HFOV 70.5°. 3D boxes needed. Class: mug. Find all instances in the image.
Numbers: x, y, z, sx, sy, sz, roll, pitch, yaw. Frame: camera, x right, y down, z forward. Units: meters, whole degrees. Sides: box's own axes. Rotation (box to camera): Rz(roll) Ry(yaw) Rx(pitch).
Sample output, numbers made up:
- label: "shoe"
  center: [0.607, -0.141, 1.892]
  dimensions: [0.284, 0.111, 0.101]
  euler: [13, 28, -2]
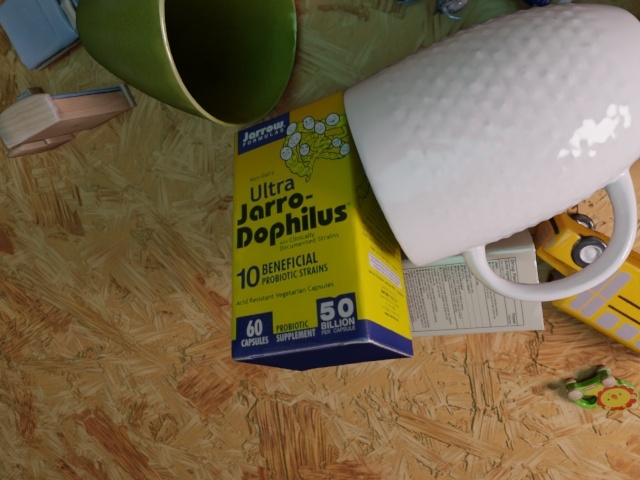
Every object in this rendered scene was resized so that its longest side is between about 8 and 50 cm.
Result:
- label: "mug"
  center: [0.253, -0.102, 0.600]
  dimensions: [0.328, 0.276, 0.374]
  euler: [-22, 85, 18]

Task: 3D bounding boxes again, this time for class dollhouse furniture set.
- label: "dollhouse furniture set"
  center: [-0.550, -0.334, 0.822]
  dimensions: [0.286, 0.198, 0.303]
  euler: [-17, 106, 23]

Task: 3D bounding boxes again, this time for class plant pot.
- label: "plant pot"
  center: [-0.233, -0.333, 0.706]
  dimensions: [0.294, 0.275, 0.274]
  euler: [16, 117, 29]

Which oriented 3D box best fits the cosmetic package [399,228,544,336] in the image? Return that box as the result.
- label: "cosmetic package"
  center: [0.212, 0.071, 0.786]
  dimensions: [0.296, 0.129, 0.153]
  euler: [-7, 109, 21]

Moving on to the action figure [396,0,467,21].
- label: "action figure"
  center: [0.109, -0.406, 0.602]
  dimensions: [0.099, 0.185, 0.285]
  euler: [-31, 85, -2]

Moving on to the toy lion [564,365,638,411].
- label: "toy lion"
  center: [0.520, 0.282, 0.833]
  dimensions: [0.100, 0.034, 0.096]
  euler: [-36, 105, 27]

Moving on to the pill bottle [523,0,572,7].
- label: "pill bottle"
  center: [0.262, -0.387, 0.583]
  dimensions: [0.187, 0.112, 0.112]
  euler: [35, 118, 2]

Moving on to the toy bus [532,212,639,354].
- label: "toy bus"
  center: [0.487, 0.086, 0.715]
  dimensions: [0.333, 0.108, 0.130]
  euler: [30, 120, 3]

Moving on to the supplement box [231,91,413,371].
- label: "supplement box"
  center: [0.000, 0.000, 0.686]
  dimensions: [0.194, 0.195, 0.356]
  euler: [-14, 65, 23]
